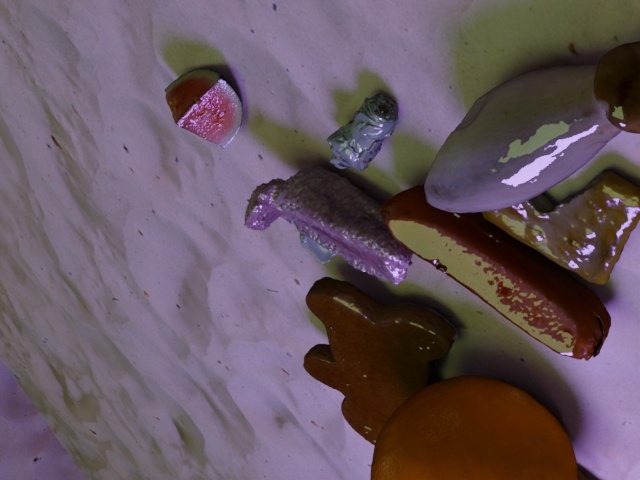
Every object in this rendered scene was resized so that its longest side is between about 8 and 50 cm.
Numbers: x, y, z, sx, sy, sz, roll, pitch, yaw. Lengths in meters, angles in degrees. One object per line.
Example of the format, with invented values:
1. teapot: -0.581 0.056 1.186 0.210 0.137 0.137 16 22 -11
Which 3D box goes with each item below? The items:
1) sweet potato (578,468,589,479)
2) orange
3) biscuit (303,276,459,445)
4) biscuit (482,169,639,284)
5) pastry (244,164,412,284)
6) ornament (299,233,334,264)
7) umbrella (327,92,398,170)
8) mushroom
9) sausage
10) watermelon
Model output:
1. sweet potato: 0.410 0.384 1.602 0.179 0.044 0.044 29 148 23
2. orange: 0.221 0.350 1.527 0.312 0.312 0.312 30 148 21
3. biscuit: 0.103 0.215 1.731 0.283 0.064 0.432 18 144 22
4. biscuit: 0.279 -0.038 1.218 0.183 0.039 0.174 31 149 19
5. pastry: 0.025 -0.031 1.473 0.265 0.112 0.102 22 153 20
6. ornament: 0.002 -0.001 1.598 0.092 0.041 0.068 31 130 37
7. umbrella: 0.053 -0.133 1.348 0.067 0.062 0.143 18 149 -19
8. mushroom: 0.230 -0.112 1.097 0.128 0.128 0.350 49 148 -11
9. sausage: 0.221 0.033 1.324 0.330 0.102 0.102 35 150 13
10. watermelon: -0.175 -0.197 1.507 0.125 0.094 0.135 50 146 5
